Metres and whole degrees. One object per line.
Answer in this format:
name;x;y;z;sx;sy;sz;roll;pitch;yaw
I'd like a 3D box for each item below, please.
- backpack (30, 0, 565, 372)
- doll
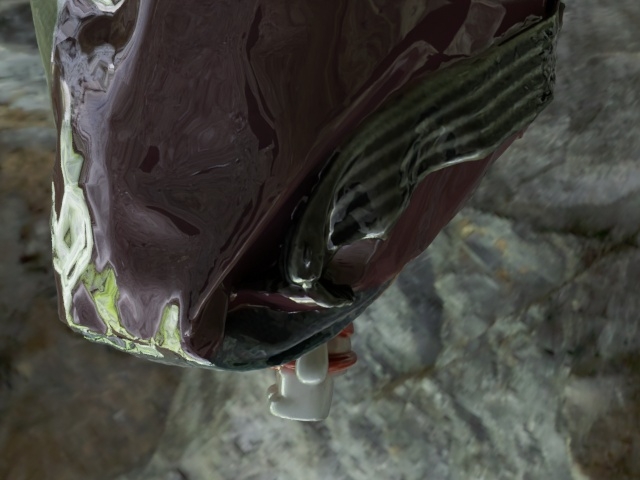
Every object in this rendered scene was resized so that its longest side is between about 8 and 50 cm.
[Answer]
backpack;0.017;-0.108;0.620;0.197;0.317;0.283;14;-68;38
doll;0.000;0.000;1.131;0.129;0.161;0.290;7;-85;-3
